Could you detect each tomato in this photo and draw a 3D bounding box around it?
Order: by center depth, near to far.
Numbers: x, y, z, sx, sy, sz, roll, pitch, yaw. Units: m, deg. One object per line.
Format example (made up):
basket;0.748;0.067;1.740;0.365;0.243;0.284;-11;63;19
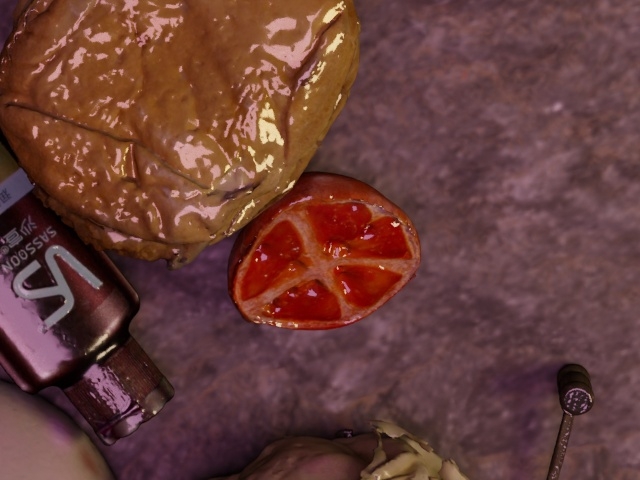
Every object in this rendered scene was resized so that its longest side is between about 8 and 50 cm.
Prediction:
tomato;0.000;0.000;1.387;0.155;0.069;0.156;-7;136;-7

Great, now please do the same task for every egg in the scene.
egg;-0.261;0.262;1.401;0.206;0.162;0.271;8;102;0

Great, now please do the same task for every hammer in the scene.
hammer;0.181;0.245;1.456;0.029;0.058;0.292;12;106;3

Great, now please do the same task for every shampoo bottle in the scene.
shampoo bottle;-0.241;0.017;1.384;0.129;0.084;0.323;-40;99;-25

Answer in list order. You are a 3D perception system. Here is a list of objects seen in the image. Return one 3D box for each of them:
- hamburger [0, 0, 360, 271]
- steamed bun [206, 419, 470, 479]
hamburger;-0.112;-0.131;1.318;0.259;0.144;0.283;42;90;5
steamed bun;0.014;0.301;1.385;0.268;0.207;0.280;-7;103;1
